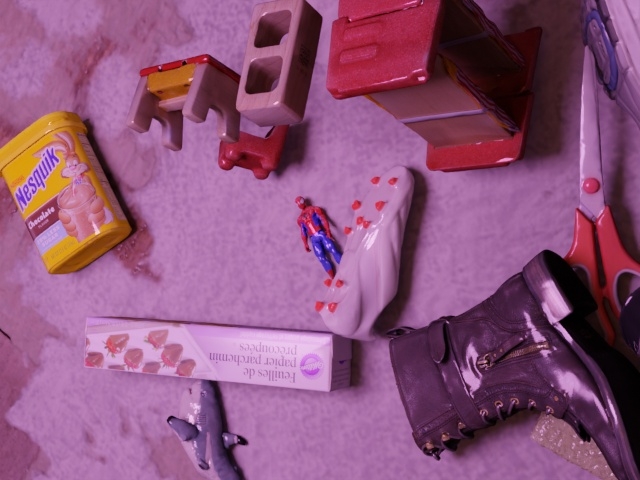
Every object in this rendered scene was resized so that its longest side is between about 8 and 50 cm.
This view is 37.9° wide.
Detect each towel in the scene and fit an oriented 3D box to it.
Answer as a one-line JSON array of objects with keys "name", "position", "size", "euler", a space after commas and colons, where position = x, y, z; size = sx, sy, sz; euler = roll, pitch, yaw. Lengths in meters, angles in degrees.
[{"name": "towel", "position": [0.292, 0.184, 0.919], "size": [0.148, 0.027, 0.110], "euler": [23, 97, 22]}]

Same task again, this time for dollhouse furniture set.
[{"name": "dollhouse furniture set", "position": [0.010, -0.168, 0.963], "size": [0.374, 0.201, 0.152], "euler": [-3, 69, 36]}]

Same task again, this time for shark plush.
[{"name": "shark plush", "position": [-0.119, 0.241, 1.079], "size": [0.067, 0.073, 0.161], "euler": [-31, 69, -12]}]

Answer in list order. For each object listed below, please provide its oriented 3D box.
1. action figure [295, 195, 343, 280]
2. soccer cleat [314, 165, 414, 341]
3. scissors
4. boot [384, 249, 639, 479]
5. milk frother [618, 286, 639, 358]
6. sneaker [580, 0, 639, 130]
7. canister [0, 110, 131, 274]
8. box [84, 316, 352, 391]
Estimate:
[{"name": "action figure", "position": [0.000, 0.000, 1.052], "size": [0.038, 0.030, 0.115], "euler": [-34, 73, 23]}, {"name": "soccer cleat", "position": [0.061, 0.014, 1.011], "size": [0.068, 0.076, 0.196], "euler": [8, 73, 61]}, {"name": "scissors", "position": [0.259, -0.034, 0.919], "size": [0.109, 0.021, 0.297], "euler": [-17, 93, 22]}, {"name": "boot", "position": [0.189, 0.159, 0.919], "size": [0.229, 0.091, 0.263], "euler": [-39, 58, 30]}, {"name": "milk frother", "position": [0.364, 0.087, 0.833], "size": [0.129, 0.135, 0.143], "euler": [36, 106, -11]}, {"name": "sneaker", "position": [0.343, -0.160, 0.886], "size": [0.129, 0.111, 0.297], "euler": [-26, 81, 4]}, {"name": "canister", "position": [-0.322, -0.057, 1.167], "size": [0.126, 0.073, 0.170], "euler": [-33, 77, 19]}, {"name": "box", "position": [-0.124, 0.128, 1.078], "size": [0.324, 0.067, 0.063], "euler": [2, 89, 24]}]
